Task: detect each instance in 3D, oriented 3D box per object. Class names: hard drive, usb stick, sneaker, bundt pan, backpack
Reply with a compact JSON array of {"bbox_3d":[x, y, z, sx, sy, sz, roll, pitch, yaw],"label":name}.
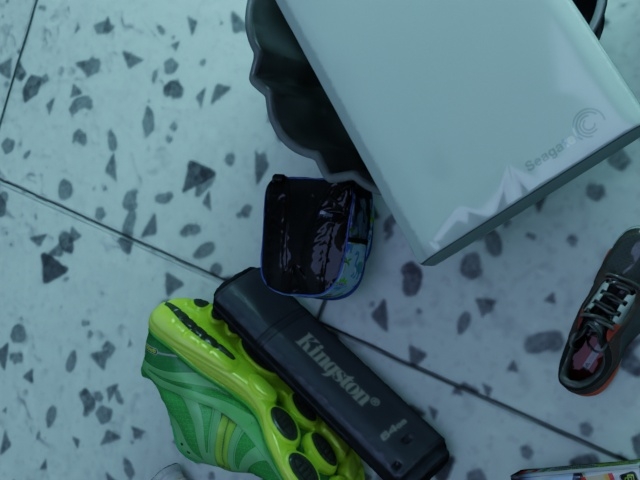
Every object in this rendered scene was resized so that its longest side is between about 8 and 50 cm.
[{"bbox_3d":[0.094,-0.162,0.777,0.203,0.040,0.307,-34,72,22],"label":"hard drive"},{"bbox_3d":[0.005,0.127,0.927,0.278,0.077,0.045,42,135,23],"label":"usb stick"},{"bbox_3d":[0.246,0.062,0.808,0.061,0.065,0.157,24,98,27],"label":"sneaker"},{"bbox_3d":[0.102,-0.195,0.866,0.331,0.124,0.330,-2,85,27],"label":"bundt pan"},{"bbox_3d":[0.000,0.000,0.929,0.105,0.084,0.114,5,85,31],"label":"backpack"},{"bbox_3d":[-0.070,0.182,0.959,0.295,0.109,0.123,44,125,24],"label":"sneaker"},{"bbox_3d":[-0.179,0.288,1.031,0.109,0.040,0.043,-48,70,17],"label":"sneaker"}]

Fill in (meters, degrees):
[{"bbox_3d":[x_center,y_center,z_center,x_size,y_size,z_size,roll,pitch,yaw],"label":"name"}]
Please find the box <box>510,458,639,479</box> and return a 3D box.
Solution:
[{"bbox_3d":[0.236,0.296,0.815,0.114,0.036,0.206,-13,81,27],"label":"box"}]
